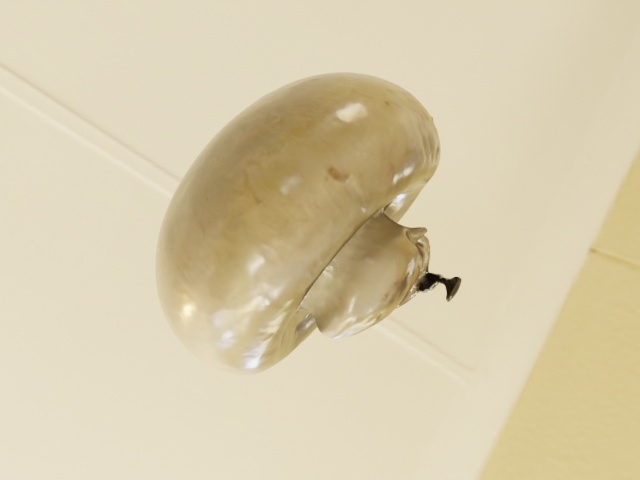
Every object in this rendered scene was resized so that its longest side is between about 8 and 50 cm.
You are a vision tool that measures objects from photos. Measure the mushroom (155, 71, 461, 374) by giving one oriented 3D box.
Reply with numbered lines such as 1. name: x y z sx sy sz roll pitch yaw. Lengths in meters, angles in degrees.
1. mushroom: 0.000 0.000 1.296 0.362 0.295 0.362 -49 -7 -8
